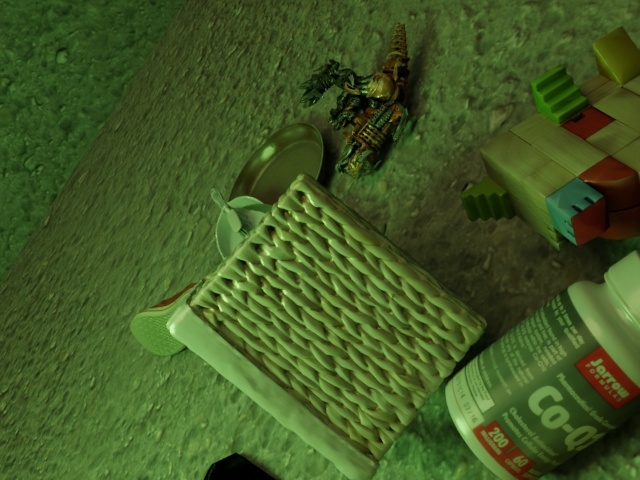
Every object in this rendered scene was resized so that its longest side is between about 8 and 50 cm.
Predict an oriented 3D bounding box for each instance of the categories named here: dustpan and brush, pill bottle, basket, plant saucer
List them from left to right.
[{"bbox_3d":[-0.189,-0.053,1.679,0.147,0.060,0.211,-51,36,11],"label":"dustpan and brush"},{"bbox_3d":[-0.091,-0.115,1.702,0.311,0.050,0.310,-31,42,33],"label":"plant saucer"},{"bbox_3d":[0.007,0.095,1.093,0.266,0.331,0.328,-51,3,4],"label":"basket"},{"bbox_3d":[0.302,0.151,0.919,0.283,0.161,0.161,-42,37,21],"label":"pill bottle"}]

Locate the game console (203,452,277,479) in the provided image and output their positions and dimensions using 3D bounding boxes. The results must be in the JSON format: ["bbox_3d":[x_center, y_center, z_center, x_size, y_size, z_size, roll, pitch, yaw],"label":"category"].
[{"bbox_3d":[-0.187,0.550,1.310,0.213,0.044,0.361,12,72,55],"label":"game console"}]

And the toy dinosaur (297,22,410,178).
[{"bbox_3d":[0.101,-0.276,1.551,0.218,0.164,0.322,14,56,39],"label":"toy dinosaur"}]

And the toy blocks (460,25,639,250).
[{"bbox_3d":[0.396,-0.100,0.963,0.381,0.190,0.261,-32,39,-4],"label":"toy blocks"}]

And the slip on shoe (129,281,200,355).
[{"bbox_3d":[-0.305,0.166,1.709,0.331,0.123,0.101,-30,11,40],"label":"slip on shoe"}]

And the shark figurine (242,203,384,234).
[{"bbox_3d":[-0.004,-0.026,1.419,0.166,0.116,0.278,-50,58,0],"label":"shark figurine"}]
